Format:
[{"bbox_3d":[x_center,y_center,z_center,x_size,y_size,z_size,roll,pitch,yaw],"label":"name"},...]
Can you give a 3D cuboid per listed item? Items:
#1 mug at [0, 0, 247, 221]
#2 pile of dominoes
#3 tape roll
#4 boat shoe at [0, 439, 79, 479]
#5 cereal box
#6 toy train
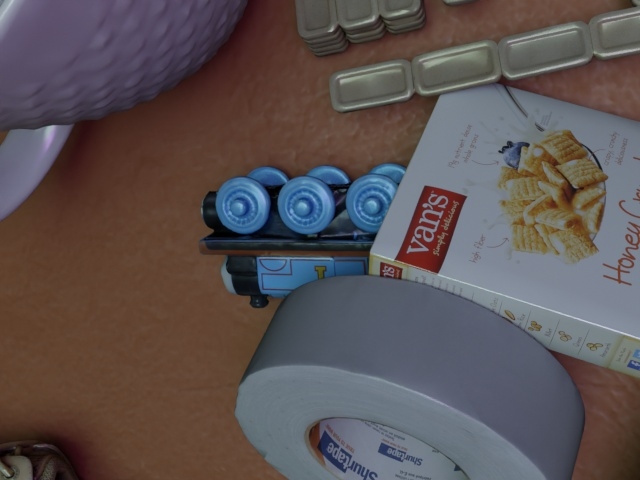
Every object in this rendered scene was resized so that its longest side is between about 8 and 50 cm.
[{"bbox_3d":[-0.201,-0.164,0.560,0.276,0.328,0.374,29,104,12],"label":"mug"},{"bbox_3d":[0.105,-0.195,0.616,0.251,0.040,0.195,-9,78,15],"label":"pile of dominoes"},{"bbox_3d":[0.056,0.120,0.582,0.219,0.072,0.219,17,144,13],"label":"tape roll"},{"bbox_3d":[-0.247,0.218,0.735,0.341,0.121,0.110,28,99,2],"label":"boat shoe"},{"bbox_3d":[0.169,-0.009,0.556,0.240,0.173,0.047,18,145,12],"label":"cereal box"},{"bbox_3d":[0.000,0.000,0.651,0.184,0.080,0.105,0,102,17],"label":"toy train"}]
